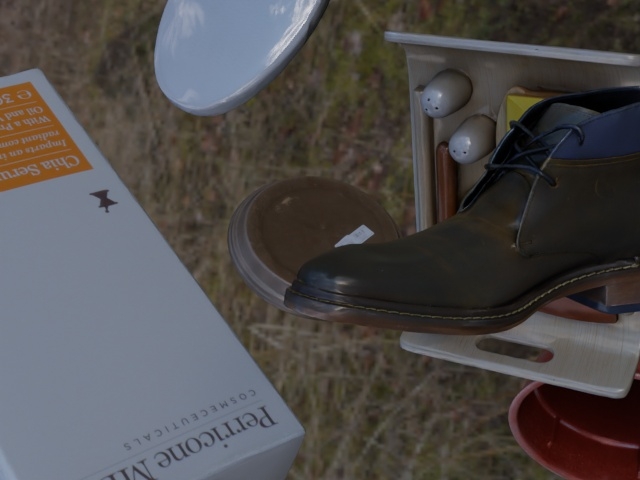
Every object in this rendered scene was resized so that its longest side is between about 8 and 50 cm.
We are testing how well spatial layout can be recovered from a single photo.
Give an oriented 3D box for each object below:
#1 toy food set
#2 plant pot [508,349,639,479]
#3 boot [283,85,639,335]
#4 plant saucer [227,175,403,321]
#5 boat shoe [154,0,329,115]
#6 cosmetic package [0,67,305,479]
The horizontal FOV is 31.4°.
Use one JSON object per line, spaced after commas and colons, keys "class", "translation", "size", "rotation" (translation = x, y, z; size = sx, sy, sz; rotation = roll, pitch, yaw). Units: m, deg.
{"class": "toy food set", "translation": [0.161, -0.024, 0.970], "size": [0.219, 0.092, 0.306], "rotation": [11, 121, 29]}
{"class": "plant pot", "translation": [0.404, 0.147, 1.476], "size": [0.272, 0.272, 0.265], "rotation": [-52, 12, 51]}
{"class": "boot", "translation": [0.083, -0.019, 0.525], "size": [0.082, 0.219, 0.106], "rotation": [21, 112, 58]}
{"class": "plant saucer", "translation": [0.000, 0.000, 1.707], "size": [0.041, 0.277, 0.278], "rotation": [107, 157, -47]}
{"class": "boat shoe", "translation": [-0.009, -0.102, 0.409], "size": [0.142, 0.049, 0.040], "rotation": [-59, -12, -8]}
{"class": "cosmetic package", "translation": [-0.242, 0.072, 0.961], "size": [0.453, 0.230, 0.161], "rotation": [50, 140, 25]}
